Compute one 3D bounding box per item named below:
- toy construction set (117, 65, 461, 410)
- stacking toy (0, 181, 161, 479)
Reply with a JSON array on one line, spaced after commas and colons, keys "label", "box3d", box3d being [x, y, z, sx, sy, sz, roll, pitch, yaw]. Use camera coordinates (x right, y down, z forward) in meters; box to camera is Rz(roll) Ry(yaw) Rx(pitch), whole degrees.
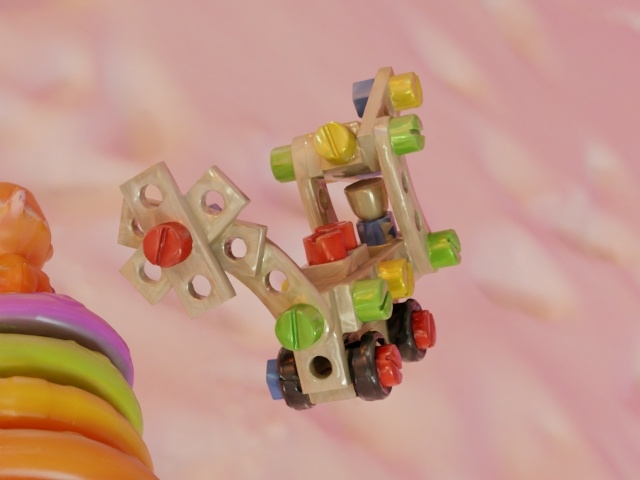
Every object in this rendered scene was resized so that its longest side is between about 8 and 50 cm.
[{"label": "toy construction set", "box3d": [0.000, 0.000, 1.192, 0.327, 0.151, 0.215, -23, 103, -55]}, {"label": "stacking toy", "box3d": [-0.137, 0.087, 0.727, 0.165, 0.175, 0.302, 8, 43, -17]}]
